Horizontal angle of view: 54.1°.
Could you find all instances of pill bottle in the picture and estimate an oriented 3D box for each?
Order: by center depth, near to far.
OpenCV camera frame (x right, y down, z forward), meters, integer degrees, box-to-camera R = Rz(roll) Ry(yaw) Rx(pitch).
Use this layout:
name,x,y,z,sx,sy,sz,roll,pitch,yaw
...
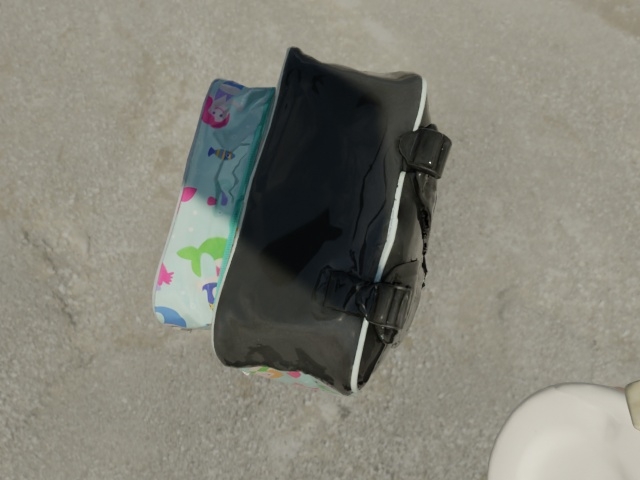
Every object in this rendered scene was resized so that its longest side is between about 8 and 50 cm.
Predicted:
name,x,y,z,sx,sy,sz,roll,pitch,yaw
pill bottle,0.394,0.282,0.684,0.392,0.224,0.224,15,37,-32

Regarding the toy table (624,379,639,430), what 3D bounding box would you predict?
name,x,y,z,sx,sy,sz,roll,pitch,yaw
toy table,0.296,0.057,0.295,0.161,0.274,0.252,9,47,-19

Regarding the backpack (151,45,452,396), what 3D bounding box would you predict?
name,x,y,z,sx,sy,sz,roll,pitch,yaw
backpack,0.000,0.000,0.486,0.191,0.253,0.225,11,83,16
